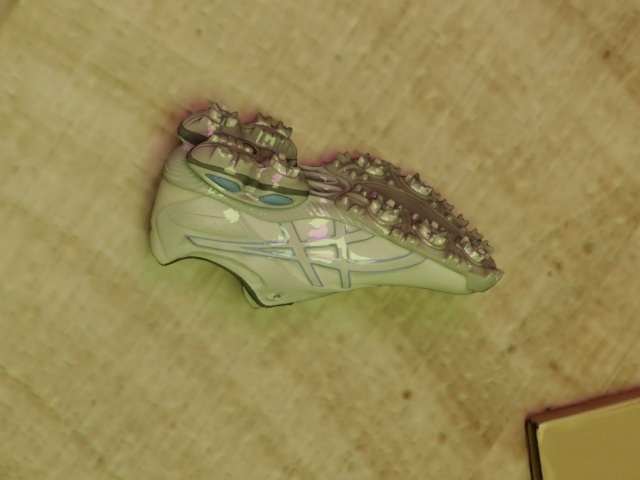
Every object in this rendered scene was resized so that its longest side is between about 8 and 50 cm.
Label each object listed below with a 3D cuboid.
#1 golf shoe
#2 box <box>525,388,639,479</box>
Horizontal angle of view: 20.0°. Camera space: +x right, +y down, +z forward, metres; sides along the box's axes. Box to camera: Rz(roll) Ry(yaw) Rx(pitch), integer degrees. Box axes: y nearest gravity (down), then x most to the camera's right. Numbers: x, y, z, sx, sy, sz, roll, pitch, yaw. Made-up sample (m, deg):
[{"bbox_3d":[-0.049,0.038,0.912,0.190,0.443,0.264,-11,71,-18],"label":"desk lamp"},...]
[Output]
[{"bbox_3d":[0.000,0.000,0.880,0.176,0.069,0.086,21,117,-17],"label":"golf shoe"},{"bbox_3d":[0.216,0.150,0.991,0.201,0.021,0.164,-13,106,-14],"label":"box"}]
